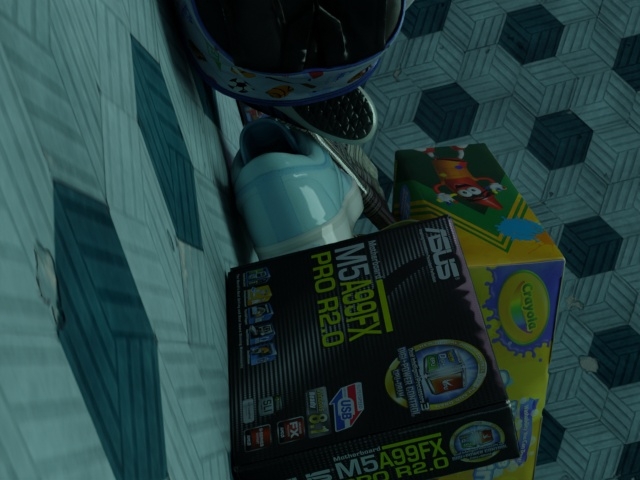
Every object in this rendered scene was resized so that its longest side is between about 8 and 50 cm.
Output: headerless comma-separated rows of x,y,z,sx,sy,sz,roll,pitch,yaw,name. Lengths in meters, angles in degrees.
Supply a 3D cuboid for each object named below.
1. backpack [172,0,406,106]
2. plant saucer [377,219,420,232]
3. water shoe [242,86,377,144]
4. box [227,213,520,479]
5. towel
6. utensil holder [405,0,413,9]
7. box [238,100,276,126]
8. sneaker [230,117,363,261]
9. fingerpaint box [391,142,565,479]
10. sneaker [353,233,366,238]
-0.040,-0.267,1.219,0.213,0.276,0.263,106,-25,-71,backpack
0.074,0.080,1.627,0.037,0.241,0.241,38,21,-23,plant saucer
-0.030,-0.164,1.346,0.073,0.203,0.080,-63,178,-6,water shoe
0.033,0.096,1.029,0.270,0.216,0.060,-97,171,-56,box
0.010,-0.171,1.954,0.312,0.056,0.324,47,9,-17,towel
-0.008,-0.529,1.974,0.385,0.327,0.328,-102,176,-62,utensil holder
-0.108,-0.280,1.644,0.159,0.044,0.233,-89,164,-76,box
-0.031,-0.076,1.383,0.366,0.135,0.150,-108,179,-78,sneaker
0.215,0.131,1.873,0.371,0.163,0.445,-110,-162,-58,fingerpaint box
-0.006,0.090,1.463,0.182,0.158,0.410,40,20,-21,sneaker
